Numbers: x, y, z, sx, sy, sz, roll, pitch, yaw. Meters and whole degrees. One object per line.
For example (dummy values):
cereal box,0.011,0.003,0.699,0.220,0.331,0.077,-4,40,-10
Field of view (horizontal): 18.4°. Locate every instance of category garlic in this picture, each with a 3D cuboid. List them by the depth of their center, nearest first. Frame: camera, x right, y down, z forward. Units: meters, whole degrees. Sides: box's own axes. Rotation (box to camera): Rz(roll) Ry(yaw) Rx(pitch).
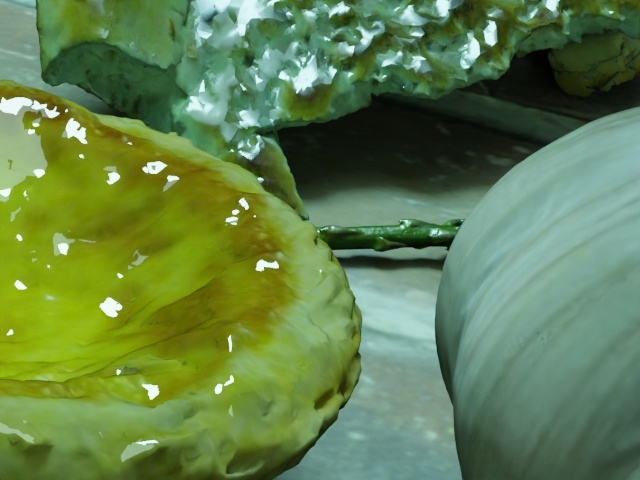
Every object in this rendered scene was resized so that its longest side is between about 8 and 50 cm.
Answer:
garlic,0.189,0.060,0.702,0.322,0.241,0.322,-11,20,4

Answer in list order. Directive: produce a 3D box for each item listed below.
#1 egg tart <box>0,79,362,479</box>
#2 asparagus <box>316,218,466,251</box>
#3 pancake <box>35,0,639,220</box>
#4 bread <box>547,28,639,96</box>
egg tart,-0.143,0.038,0.722,0.319,0.128,0.319,9,27,-5
asparagus,0.000,0.000,0.948,0.233,0.023,0.022,0,74,-17
pancake,0.027,-0.193,1.051,0.426,0.067,0.305,-25,76,-26
bread,0.172,-0.125,1.203,0.072,0.053,0.106,-13,25,7
